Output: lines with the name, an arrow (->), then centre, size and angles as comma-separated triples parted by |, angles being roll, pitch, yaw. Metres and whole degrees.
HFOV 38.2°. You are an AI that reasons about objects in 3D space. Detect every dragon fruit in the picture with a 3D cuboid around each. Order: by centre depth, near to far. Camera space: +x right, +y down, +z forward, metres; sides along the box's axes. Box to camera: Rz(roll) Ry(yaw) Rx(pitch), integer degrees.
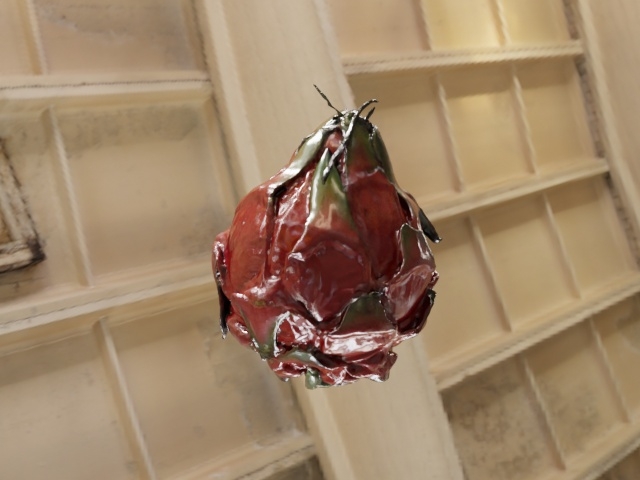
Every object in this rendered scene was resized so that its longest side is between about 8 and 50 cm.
dragon fruit -> 0.000, 0.000, 0.890 | 0.234, 0.234, 0.293 | -4, -89, -44
